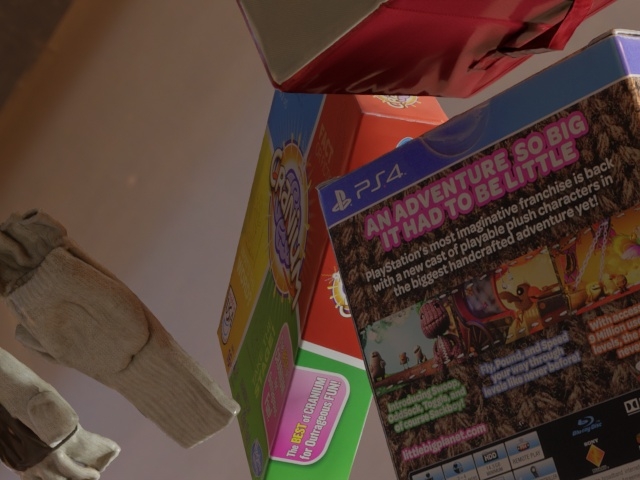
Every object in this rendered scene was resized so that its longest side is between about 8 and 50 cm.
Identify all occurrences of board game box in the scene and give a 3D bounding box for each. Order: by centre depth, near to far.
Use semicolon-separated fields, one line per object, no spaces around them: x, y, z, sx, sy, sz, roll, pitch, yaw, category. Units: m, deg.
0.158;0.062;1.050;0.232;0.141;0.291;-26;-106;40;board game box
0.000;0.000;1.366;0.242;0.064;0.316;-111;-149;-60;board game box

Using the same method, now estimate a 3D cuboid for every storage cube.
0.060;-0.204;1.068;0.183;0.193;0.215;-33;-108;35;storage cube

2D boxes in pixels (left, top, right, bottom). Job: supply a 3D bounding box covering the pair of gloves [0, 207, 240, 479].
-0.188;0.086;1.254;0.240;0.204;0.042;-25;-158;44;pair of gloves
